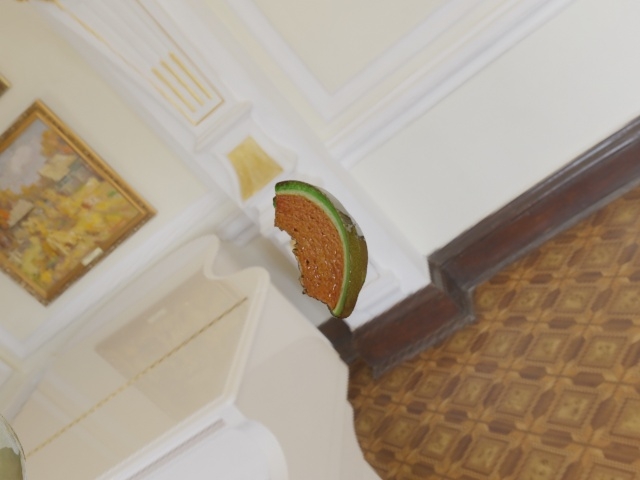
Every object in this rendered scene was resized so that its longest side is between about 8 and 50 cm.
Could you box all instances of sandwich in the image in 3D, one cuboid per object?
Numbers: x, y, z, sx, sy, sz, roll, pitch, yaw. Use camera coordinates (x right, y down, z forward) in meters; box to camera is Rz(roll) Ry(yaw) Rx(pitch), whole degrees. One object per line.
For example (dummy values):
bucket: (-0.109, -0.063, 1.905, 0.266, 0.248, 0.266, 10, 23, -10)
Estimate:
sandwich: (0.002, 0.001, 0.560, 0.067, 0.029, 0.135, -42, 60, 27)

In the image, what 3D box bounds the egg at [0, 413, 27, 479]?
egg: (-0.291, 0.175, 0.391, 0.187, 0.186, 0.253, -31, -3, 32)
